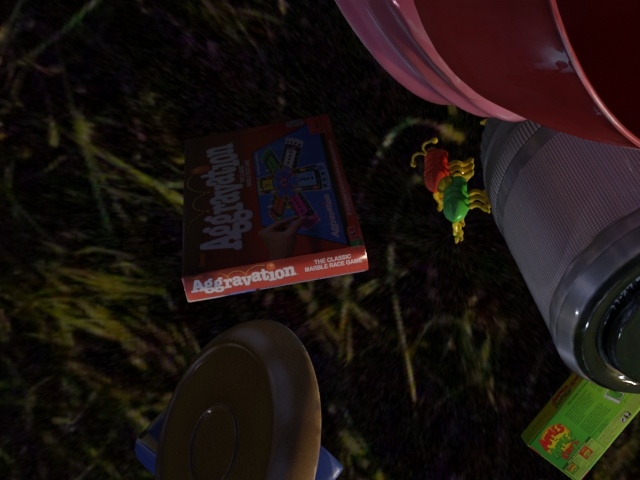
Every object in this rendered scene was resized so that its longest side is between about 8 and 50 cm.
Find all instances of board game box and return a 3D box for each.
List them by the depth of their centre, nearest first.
[{"bbox_3d":[-0.048,-0.038,1.039,0.145,0.281,0.027,-11,118,-1],"label":"board game box"},{"bbox_3d":[0.365,0.227,1.602,0.092,0.043,0.181,38,96,-8],"label":"board game box"}]

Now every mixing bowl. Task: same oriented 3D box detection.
[{"bbox_3d":[0.099,-0.120,0.481,0.098,0.181,0.181,-1,90,45],"label":"mixing bowl"}]

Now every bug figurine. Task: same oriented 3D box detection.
[{"bbox_3d":[0.224,-0.134,1.687,0.072,0.216,0.279,27,124,-19],"label":"bug figurine"}]

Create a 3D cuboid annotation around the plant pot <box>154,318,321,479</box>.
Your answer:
[{"bbox_3d":[-0.083,0.180,1.029,0.032,0.236,0.236,18,93,-35],"label":"plant pot"}]

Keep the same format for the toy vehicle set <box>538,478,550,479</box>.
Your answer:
[{"bbox_3d":[0.299,0.485,1.631,0.035,0.166,0.267,0,102,29],"label":"toy vehicle set"}]

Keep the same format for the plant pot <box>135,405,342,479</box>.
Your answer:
[{"bbox_3d":[-0.145,0.342,1.870,0.236,0.236,0.212,-44,112,-15],"label":"plant pot"}]

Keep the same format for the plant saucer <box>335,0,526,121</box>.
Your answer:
[{"bbox_3d":[0.080,-0.239,0.945,0.084,0.332,0.332,-25,87,28],"label":"plant saucer"}]

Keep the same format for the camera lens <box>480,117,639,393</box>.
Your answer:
[{"bbox_3d":[0.278,-0.019,1.061,0.219,0.219,0.274,-24,44,6],"label":"camera lens"}]
